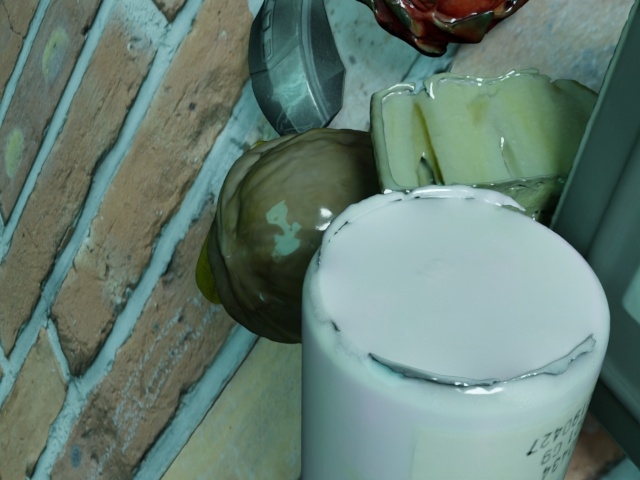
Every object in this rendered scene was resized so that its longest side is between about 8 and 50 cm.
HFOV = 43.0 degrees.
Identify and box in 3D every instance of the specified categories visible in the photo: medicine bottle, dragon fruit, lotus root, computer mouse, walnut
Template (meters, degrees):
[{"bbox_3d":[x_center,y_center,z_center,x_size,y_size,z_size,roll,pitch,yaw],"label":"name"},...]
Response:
[{"bbox_3d":[0.089,0.167,0.662,0.213,0.213,0.379,42,143,39],"label":"medicine bottle"},{"bbox_3d":[0.123,-0.270,0.775,0.188,0.182,0.182,115,152,-82],"label":"dragon fruit"},{"bbox_3d":[0.149,-0.061,0.711,0.138,0.234,0.119,103,161,-51],"label":"lotus root"},{"bbox_3d":[-0.043,-0.225,1.012,0.126,0.071,0.231,-28,67,42],"label":"computer mouse"},{"bbox_3d":[0.000,-0.002,0.837,0.248,0.248,0.249,-4,85,46],"label":"walnut"}]

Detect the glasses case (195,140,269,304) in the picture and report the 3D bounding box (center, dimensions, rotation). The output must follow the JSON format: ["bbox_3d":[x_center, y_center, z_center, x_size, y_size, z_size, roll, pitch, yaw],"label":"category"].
[{"bbox_3d":[-0.105,-0.020,1.071,0.079,0.064,0.234,51,123,44],"label":"glasses case"}]

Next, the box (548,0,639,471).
[{"bbox_3d":[0.307,0.044,0.487,0.396,0.111,0.397,54,149,40],"label":"box"}]
